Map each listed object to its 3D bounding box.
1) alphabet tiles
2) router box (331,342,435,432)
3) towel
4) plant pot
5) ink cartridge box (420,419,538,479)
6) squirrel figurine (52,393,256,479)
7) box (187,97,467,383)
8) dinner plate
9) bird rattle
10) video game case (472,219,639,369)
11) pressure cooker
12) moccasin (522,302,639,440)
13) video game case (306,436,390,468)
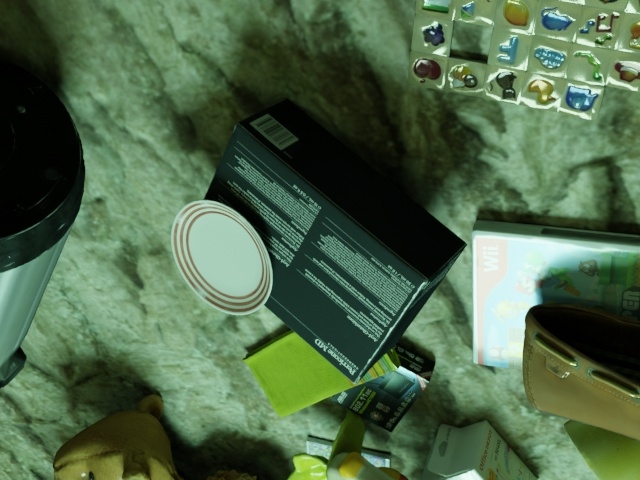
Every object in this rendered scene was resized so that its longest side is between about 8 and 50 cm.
[{"bbox_3d":[0.208,-0.217,0.976,0.237,0.009,0.198,13,129,12],"label":"alphabet tiles"},{"bbox_3d":[0.080,0.183,1.310,0.092,0.038,0.122,28,130,0],"label":"router box"},{"bbox_3d":[-0.004,0.154,1.299,0.237,0.021,0.102,-31,87,42],"label":"towel"},{"bbox_3d":[0.368,0.244,1.199,0.095,0.134,0.134,-39,107,12],"label":"plant pot"},{"bbox_3d":[0.203,0.311,1.324,0.090,0.092,0.143,-27,113,34],"label":"ink cartridge box"},{"bbox_3d":[-0.213,0.414,1.499,0.397,0.281,0.370,0,116,5],"label":"squirrel figurine"},{"bbox_3d":[0.000,0.000,1.119,0.261,0.103,0.184,40,129,12],"label":"box"},{"bbox_3d":[-0.108,0.017,1.131,0.141,0.017,0.141,19,125,29],"label":"dinner plate"},{"bbox_3d":[0.077,0.348,1.309,0.253,0.143,0.207,47,165,9],"label":"bird rattle"},{"bbox_3d":[0.315,0.078,1.148,0.285,0.025,0.204,6,128,18],"label":"video game case"},{"bbox_3d":[-0.495,0.009,1.190,0.375,0.370,0.420,25,132,-11],"label":"pressure cooker"},{"bbox_3d":[0.383,0.134,1.032,0.380,0.139,0.147,14,126,44],"label":"moccasin"},{"bbox_3d":[0.040,0.326,1.453,0.122,0.011,0.087,10,128,14],"label":"video game case"}]
